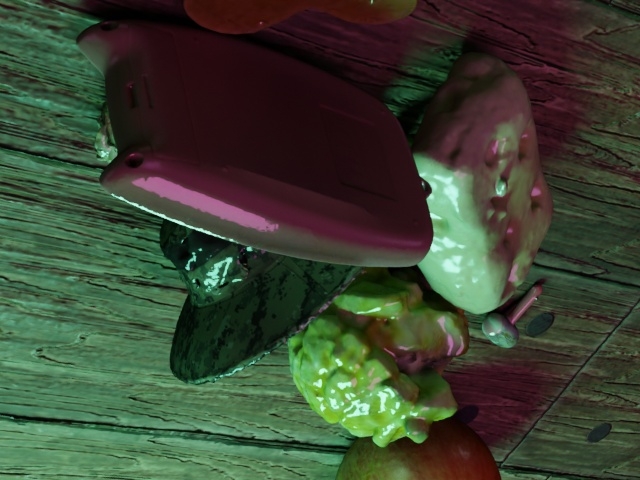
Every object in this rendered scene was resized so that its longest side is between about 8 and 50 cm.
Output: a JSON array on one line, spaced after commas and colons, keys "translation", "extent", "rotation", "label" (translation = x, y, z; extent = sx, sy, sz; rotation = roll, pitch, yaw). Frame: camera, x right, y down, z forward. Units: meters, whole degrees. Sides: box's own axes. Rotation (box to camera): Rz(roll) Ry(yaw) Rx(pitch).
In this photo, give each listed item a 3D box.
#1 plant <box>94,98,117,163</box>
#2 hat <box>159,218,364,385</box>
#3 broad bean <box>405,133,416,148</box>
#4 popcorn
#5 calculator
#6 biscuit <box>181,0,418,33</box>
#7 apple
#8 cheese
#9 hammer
[{"translation": [-0.128, -0.082, 1.363], "extent": [0.116, 0.122, 0.104], "rotation": [20, 108, -36], "label": "plant"}, {"translation": [-0.069, -0.007, 1.443], "extent": [0.265, 0.265, 0.128], "rotation": [-40, 108, 10], "label": "hat"}, {"translation": [0.001, 0.000, 1.585], "extent": [0.297, 0.043, 0.060], "rotation": [-44, 129, 17], "label": "broad bean"}, {"translation": [0.060, 0.104, 1.646], "extent": [0.185, 0.167, 0.187], "rotation": [37, 71, -25], "label": "popcorn"}, {"translation": [-0.036, -0.081, 1.334], "extent": [0.329, 0.220, 0.048], "rotation": [13, 134, -34], "label": "calculator"}, {"translation": [0.013, -0.254, 1.208], "extent": [0.355, 0.052, 0.275], "rotation": [-18, 148, 33], "label": "biscuit"}, {"translation": [0.114, 0.301, 1.875], "extent": [0.209, 0.164, 0.209], "rotation": [-16, 137, -15], "label": "apple"}, {"translation": [0.153, -0.043, 1.553], "extent": [0.159, 0.093, 0.263], "rotation": [-55, 149, -25], "label": "cheese"}, {"translation": [0.219, 0.081, 1.824], "extent": [0.083, 0.031, 0.052], "rotation": [-49, 142, 4], "label": "hammer"}]
